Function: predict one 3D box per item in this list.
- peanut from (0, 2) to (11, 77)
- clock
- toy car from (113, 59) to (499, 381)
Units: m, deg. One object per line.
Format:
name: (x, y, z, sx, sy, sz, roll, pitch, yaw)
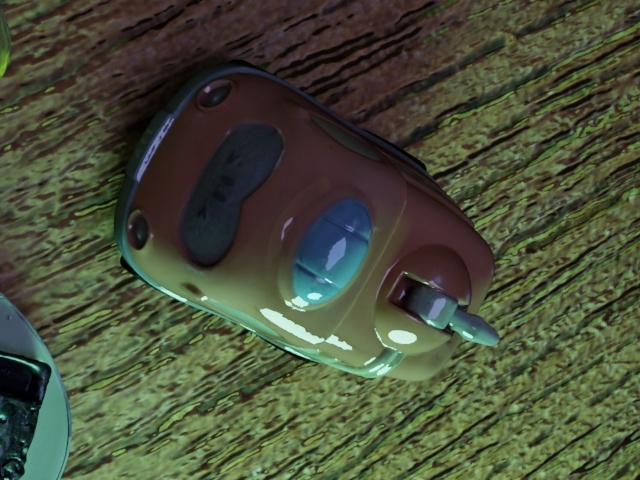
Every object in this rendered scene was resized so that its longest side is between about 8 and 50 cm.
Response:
peanut: (-0.259, -0.184, 1.266, 0.087, 0.087, 0.206, -25, 119, -21)
clock: (-0.252, 0.118, 1.369, 0.198, 0.064, 0.172, 20, 88, -41)
toy car: (0.000, 0.000, 1.397, 0.270, 0.212, 0.180, 29, 91, -33)
